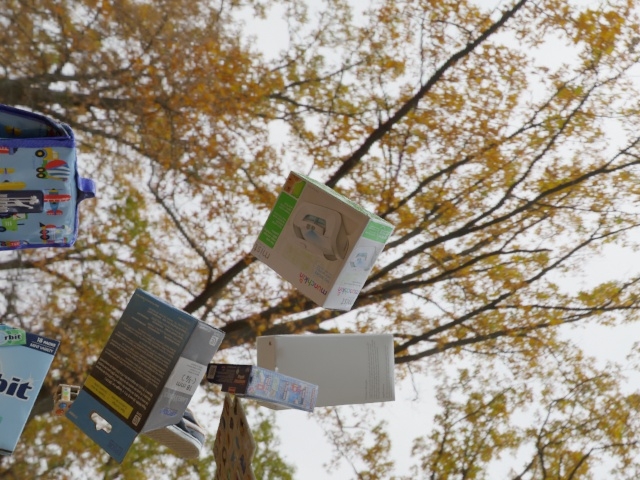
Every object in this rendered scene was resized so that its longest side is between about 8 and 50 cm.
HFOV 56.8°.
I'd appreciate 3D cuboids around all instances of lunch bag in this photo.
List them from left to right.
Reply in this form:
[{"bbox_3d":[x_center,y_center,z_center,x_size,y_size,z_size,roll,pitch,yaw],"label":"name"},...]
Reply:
[{"bbox_3d":[-0.465,-0.085,0.815,0.221,0.293,0.138,113,-26,-45],"label":"lunch bag"}]

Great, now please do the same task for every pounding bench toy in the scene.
[{"bbox_3d":[-0.650,0.420,1.504,0.083,0.052,0.065,-59,-148,23],"label":"pounding bench toy"}]

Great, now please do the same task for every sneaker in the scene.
[{"bbox_3d":[-0.557,0.654,2.143,0.321,0.127,0.126,41,-63,-13],"label":"sneaker"}]

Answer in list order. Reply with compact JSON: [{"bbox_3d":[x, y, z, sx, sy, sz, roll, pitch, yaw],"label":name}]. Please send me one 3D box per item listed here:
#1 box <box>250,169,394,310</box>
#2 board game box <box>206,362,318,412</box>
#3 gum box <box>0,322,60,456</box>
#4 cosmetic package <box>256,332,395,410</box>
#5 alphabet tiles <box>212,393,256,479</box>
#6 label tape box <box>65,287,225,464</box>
[{"bbox_3d":[0.000,0.000,1.388,0.262,0.127,0.231,35,-79,34],"label":"box"},{"bbox_3d":[-0.114,0.305,1.224,0.194,0.194,0.060,-14,-123,54],"label":"board game box"},{"bbox_3d":[-0.518,0.220,0.916,0.041,0.157,0.184,-46,-152,48],"label":"gum box"},{"bbox_3d":[0.016,0.356,1.643,0.155,0.366,0.196,160,-68,-64],"label":"cosmetic package"},{"bbox_3d":[-0.218,0.559,1.468,0.285,0.011,0.342,-122,-139,-51],"label":"alphabet tiles"},{"bbox_3d":[-0.401,0.306,1.354,0.241,0.106,0.333,19,-103,38],"label":"label tape box"}]
